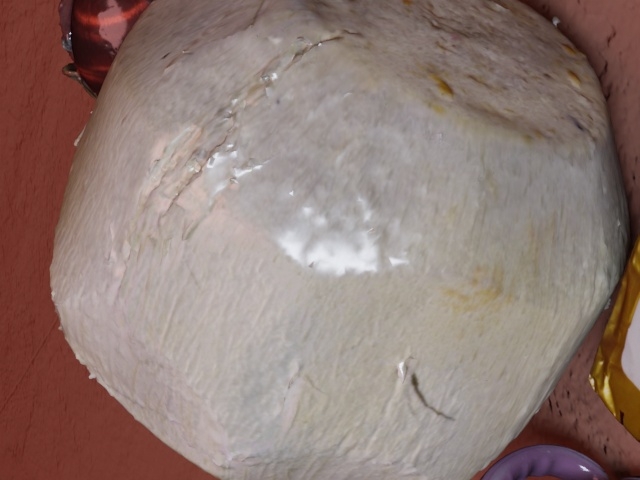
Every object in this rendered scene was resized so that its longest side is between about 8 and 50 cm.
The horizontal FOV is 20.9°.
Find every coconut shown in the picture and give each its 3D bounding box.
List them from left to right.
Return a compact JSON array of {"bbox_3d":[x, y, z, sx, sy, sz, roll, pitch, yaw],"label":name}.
[{"bbox_3d":[0.000,0.000,1.114,0.346,0.346,0.360,58,132,37],"label":"coconut"}]

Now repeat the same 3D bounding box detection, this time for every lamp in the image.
[{"bbox_3d":[-0.132,-0.199,1.476,0.223,0.215,0.151,70,-159,-44],"label":"lamp"}]

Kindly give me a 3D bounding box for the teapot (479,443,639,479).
[{"bbox_3d":[0.160,0.194,1.066,0.116,0.146,0.148,-28,71,57],"label":"teapot"}]

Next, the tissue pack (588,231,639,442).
[{"bbox_3d":[0.256,0.074,0.939,0.226,0.092,0.183,47,133,44],"label":"tissue pack"}]
